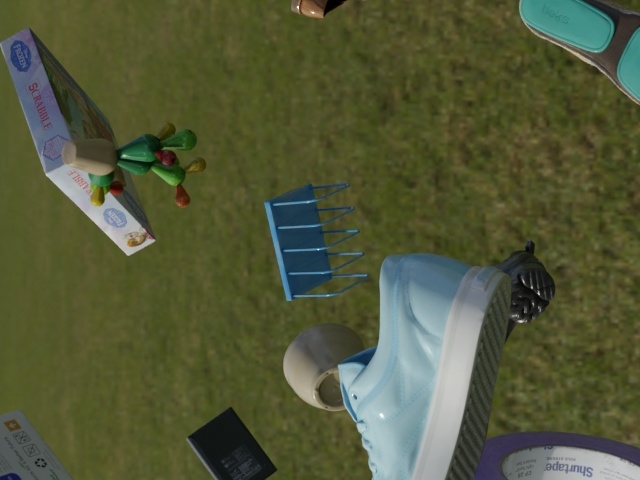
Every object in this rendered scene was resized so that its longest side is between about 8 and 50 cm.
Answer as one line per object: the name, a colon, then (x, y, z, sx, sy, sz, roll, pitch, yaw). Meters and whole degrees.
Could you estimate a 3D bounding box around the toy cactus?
toy cactus: (-0.269, -0.099, 1.611, 0.219, 0.181, 0.112, -9, 80, 43)

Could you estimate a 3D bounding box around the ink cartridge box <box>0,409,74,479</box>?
ink cartridge box: (-0.471, 0.321, 1.407, 0.176, 0.371, 0.069, 45, 122, 27)

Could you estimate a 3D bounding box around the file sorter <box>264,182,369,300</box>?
file sorter: (0.000, 0.000, 1.945, 0.105, 0.118, 0.170, -2, 105, 39)

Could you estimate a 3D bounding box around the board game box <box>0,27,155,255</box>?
board game box: (-0.432, -0.173, 2.129, 0.318, 0.066, 0.318, 64, -176, 30)

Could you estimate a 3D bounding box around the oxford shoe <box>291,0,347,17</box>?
oxford shoe: (0.035, -0.468, 2.160, 0.212, 0.076, 0.076, -52, -22, -31)

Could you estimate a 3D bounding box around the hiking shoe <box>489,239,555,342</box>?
hiking shoe: (0.217, 0.097, 1.600, 0.227, 0.086, 0.114, -39, 22, 19)

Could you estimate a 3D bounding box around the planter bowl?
planter bowl: (0.021, 0.250, 2.209, 0.109, 0.162, 0.162, -121, 36, -61)

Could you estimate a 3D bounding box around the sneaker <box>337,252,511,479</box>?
sneaker: (0.087, 0.179, 1.216, 0.150, 0.135, 0.365, 19, 108, 24)

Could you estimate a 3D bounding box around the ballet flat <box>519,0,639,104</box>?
ballet flat: (0.403, -0.252, 1.526, 0.316, 0.106, 0.107, 41, 119, 23)

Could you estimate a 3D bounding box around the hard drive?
hard drive: (-0.149, 0.360, 1.996, 0.135, 0.094, 0.022, 53, 155, 10)

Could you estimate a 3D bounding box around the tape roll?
tape roll: (0.302, 0.317, 1.404, 0.275, 0.275, 0.090, -144, 56, -67)
